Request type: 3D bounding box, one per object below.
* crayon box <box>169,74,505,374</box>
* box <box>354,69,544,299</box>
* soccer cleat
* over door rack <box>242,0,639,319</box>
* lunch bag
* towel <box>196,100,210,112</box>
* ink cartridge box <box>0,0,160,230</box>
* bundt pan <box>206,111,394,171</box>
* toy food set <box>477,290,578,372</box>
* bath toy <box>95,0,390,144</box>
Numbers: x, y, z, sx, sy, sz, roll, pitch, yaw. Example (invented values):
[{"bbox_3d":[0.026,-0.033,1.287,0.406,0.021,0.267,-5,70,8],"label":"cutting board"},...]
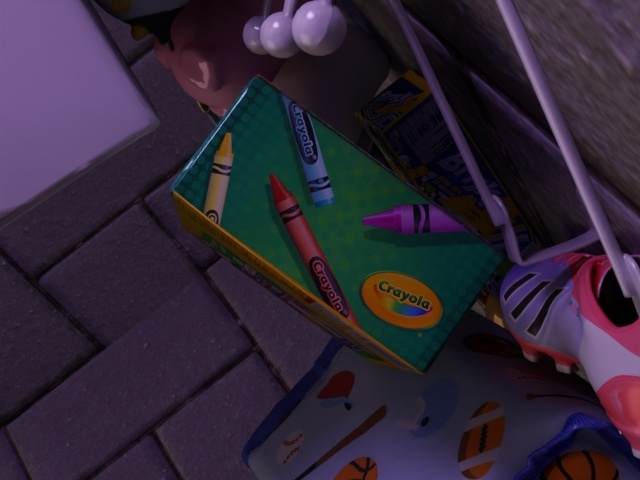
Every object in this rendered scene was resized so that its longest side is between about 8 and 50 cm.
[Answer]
[{"bbox_3d":[0.000,0.000,0.843,0.165,0.081,0.278,36,175,-1],"label":"crayon box"},{"bbox_3d":[0.097,-0.039,1.004,0.169,0.054,0.059,54,177,-28],"label":"box"},{"bbox_3d":[0.165,0.039,0.792,0.248,0.083,0.095,-119,22,-71],"label":"soccer cleat"},{"bbox_3d":[0.043,-0.087,0.643,0.324,0.108,0.239,52,179,-11],"label":"over door rack"},{"bbox_3d":[0.185,0.226,0.988,0.385,0.239,0.328,39,-179,-23],"label":"lunch bag"},{"bbox_3d":[-0.069,-0.178,1.113,0.102,0.021,0.237,59,-155,-9],"label":"towel"},{"bbox_3d":[-0.272,-0.206,0.799,0.395,0.166,0.285,59,177,-17],"label":"ink cartridge box"},{"bbox_3d":[-0.031,-0.121,1.497,0.331,0.124,0.331,52,179,1],"label":"bundt pan"},{"bbox_3d":[0.173,0.065,1.362,0.192,0.038,0.132,52,178,6],"label":"toy food set"},{"bbox_3d":[-0.057,-0.151,0.933,0.348,0.151,0.129,49,-146,-56],"label":"bath toy"}]
